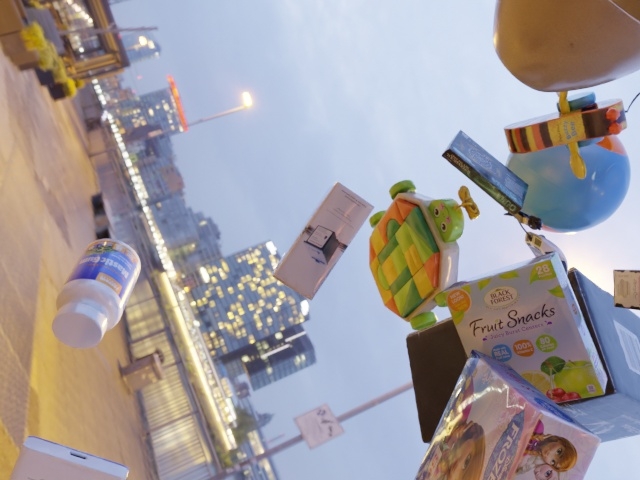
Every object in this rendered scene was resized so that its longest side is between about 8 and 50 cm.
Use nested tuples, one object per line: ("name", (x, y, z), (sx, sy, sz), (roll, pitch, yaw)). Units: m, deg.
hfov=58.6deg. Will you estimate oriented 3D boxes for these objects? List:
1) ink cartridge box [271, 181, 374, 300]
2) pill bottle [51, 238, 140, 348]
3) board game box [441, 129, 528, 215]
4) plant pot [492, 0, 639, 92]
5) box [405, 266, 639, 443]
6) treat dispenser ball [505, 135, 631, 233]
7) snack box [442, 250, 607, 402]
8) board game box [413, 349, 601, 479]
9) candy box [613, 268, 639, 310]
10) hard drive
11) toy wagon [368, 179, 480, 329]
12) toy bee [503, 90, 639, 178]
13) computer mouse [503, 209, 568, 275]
("ink cartridge box", (0.000, 0.000, 0.996), (0.082, 0.191, 0.139), (33, -2, -5))
("pill bottle", (-0.544, 0.127, 1.384), (0.272, 0.152, 0.152), (-92, 172, -57))
("board game box", (0.335, -0.140, 1.152), (0.186, 0.126, 0.026), (40, -53, 2))
("plant pot", (0.380, -0.341, 0.874), (0.191, 0.284, 0.284), (-49, -119, 49))
("box", (0.557, 0.348, 1.448), (0.471, 0.479, 0.298), (-29, -130, 35))
("treat dispenser ball", (0.602, -0.160, 1.404), (0.288, 0.288, 0.288), (159, -90, -75))
("snack box", (0.307, 0.143, 0.868), (0.174, 0.070, 0.207), (-23, -93, 32))
("board game box", (0.182, 0.317, 0.695), (0.318, 0.065, 0.319), (10, 103, -87))
("candy box", (0.587, 0.078, 0.880), (0.233, 0.159, 0.071), (64, 25, -87))
("hard drive", (-0.555, 0.572, 1.179), (0.319, 0.210, 0.040), (-64, -168, 13))
("toy wagon", (0.195, 0.012, 1.133), (0.344, 0.068, 0.267), (119, -43, -56))
("toy bee", (0.488, -0.229, 1.051), (0.195, 0.298, 0.162), (51, 27, -4))
("computer mouse", (0.451, 0.006, 1.157), (0.193, 0.042, 0.106), (50, -1, -20))
